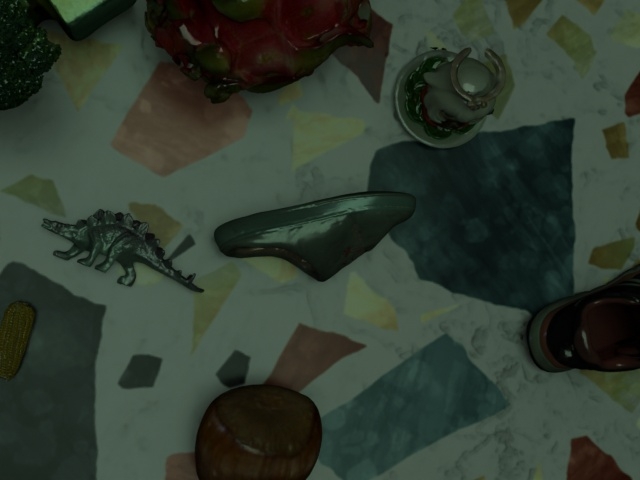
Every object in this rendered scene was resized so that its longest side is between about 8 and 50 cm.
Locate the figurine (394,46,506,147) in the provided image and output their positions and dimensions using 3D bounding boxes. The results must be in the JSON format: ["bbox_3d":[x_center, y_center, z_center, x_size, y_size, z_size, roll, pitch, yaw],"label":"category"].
[{"bbox_3d":[0.169,-0.188,1.222,0.132,0.153,0.132,1,87,-11],"label":"figurine"}]

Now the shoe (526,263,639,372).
[{"bbox_3d":[0.411,0.096,1.265,0.290,0.137,0.114,-16,91,-13],"label":"shoe"}]

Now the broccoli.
[{"bbox_3d":[-0.357,-0.216,1.000,0.195,0.195,0.156,20,43,-10],"label":"broccoli"}]

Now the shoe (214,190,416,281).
[{"bbox_3d":[0.000,0.000,1.209,0.250,0.103,0.100,-10,89,-6],"label":"shoe"}]

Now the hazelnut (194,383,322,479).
[{"bbox_3d":[-0.072,0.244,1.165,0.150,0.150,0.150,1,87,-11],"label":"hazelnut"}]

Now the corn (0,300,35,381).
[{"bbox_3d":[-0.359,0.117,1.161,0.037,0.037,0.092,16,83,-10],"label":"corn"}]

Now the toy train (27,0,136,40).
[{"bbox_3d":[-0.406,-0.289,1.117,0.397,0.160,0.253,-36,103,-9],"label":"toy train"}]

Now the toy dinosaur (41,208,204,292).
[{"bbox_3d":[-0.230,0.012,1.191,0.208,0.039,0.082,26,81,-10],"label":"toy dinosaur"}]

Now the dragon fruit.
[{"bbox_3d":[-0.059,-0.298,1.150,0.302,0.237,0.231,-44,117,-20],"label":"dragon fruit"}]
